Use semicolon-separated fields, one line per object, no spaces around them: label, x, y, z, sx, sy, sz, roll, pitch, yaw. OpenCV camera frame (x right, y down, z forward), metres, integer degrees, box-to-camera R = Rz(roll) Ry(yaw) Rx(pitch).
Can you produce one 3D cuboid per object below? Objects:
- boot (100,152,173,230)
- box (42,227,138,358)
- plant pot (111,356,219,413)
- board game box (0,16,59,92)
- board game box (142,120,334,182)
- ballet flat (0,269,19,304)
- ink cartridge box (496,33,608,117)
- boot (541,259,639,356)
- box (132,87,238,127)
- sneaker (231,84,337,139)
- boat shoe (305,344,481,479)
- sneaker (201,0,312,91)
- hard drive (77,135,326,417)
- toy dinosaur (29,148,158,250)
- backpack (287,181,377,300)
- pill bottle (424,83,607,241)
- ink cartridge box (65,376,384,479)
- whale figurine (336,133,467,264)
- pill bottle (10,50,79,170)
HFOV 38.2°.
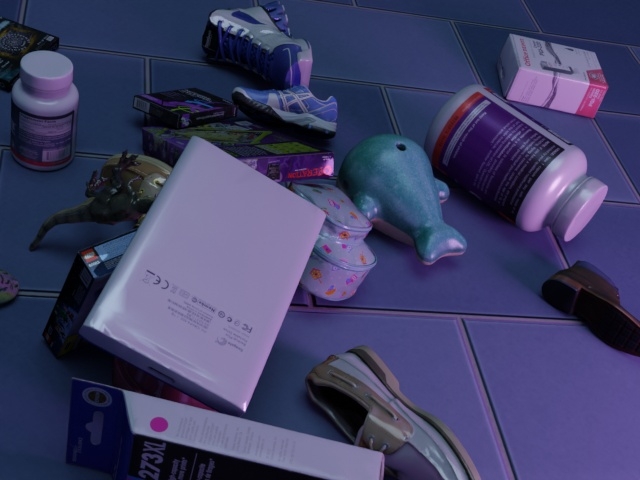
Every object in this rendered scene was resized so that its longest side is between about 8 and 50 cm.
boot;-0.279;-0.023;1.440;0.262;0.095;0.203;31;44;11
box;-0.271;0.062;1.237;0.159;0.233;0.044;-26;74;-39
plant pot;-0.172;0.130;1.238;0.201;0.180;0.201;9;41;-8
board game box;-0.594;-0.353;1.740;0.126;0.026;0.186;21;41;4
board game box;-0.147;-0.149;1.538;0.208;0.056;0.347;-3;16;-27
ballet flat;-0.534;0.042;1.284;0.221;0.079;0.077;8;41;-11
ink cartridge box;0.526;-0.378;2.112;0.218;0.092;0.158;9;41;-7
boot;0.496;0.108;1.572;0.219;0.082;0.106;36;47;23
box;-0.246;-0.247;1.700;0.116;0.029;0.162;25;25;28
sneaker;-0.066;-0.258;1.761;0.211;0.080;0.081;16;82;-15
boat shoe;0.091;0.267;1.241;0.103;0.113;0.302;-16;40;-31
sneaker;-0.140;-0.384;1.874;0.182;0.127;0.315;-6;39;-20
hard drive;-0.134;0.036;1.151;0.210;0.040;0.318;30;51;-10
toy dinosaur;-0.320;-0.063;1.384;0.268;0.064;0.118;-11;53;20
backpack;0.000;0.000;1.461;0.166;0.144;0.188;3;45;-56
pill bottle;0.362;-0.140;1.723;0.323;0.181;0.181;40;45;23
ink cartridge box;-0.125;0.277;1.093;0.371;0.175;0.069;16;42;-2
whale figurine;0.149;-0.080;1.612;0.216;0.141;0.272;-14;51;-32
pill bottle;-0.453;-0.215;1.518;0.108;0.180;0.108;10;41;-9
